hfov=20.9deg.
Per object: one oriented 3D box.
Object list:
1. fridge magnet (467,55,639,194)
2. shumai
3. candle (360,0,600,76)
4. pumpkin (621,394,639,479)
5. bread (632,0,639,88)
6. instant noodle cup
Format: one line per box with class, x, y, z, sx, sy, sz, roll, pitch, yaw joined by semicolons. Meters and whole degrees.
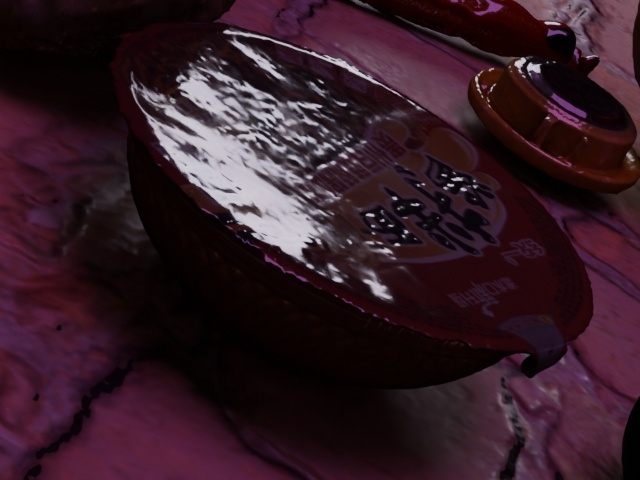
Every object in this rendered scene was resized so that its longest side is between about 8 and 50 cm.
fridge magnet;0.174;-0.086;1.271;0.143;0.063;0.143;23;28;-13
shumai;-0.111;-0.158;0.994;0.161;0.209;0.153;54;-14;21
candle;0.087;-0.193;1.385;0.329;0.051;0.048;17;38;-28
pumpkin;0.237;0.122;0.881;0.167;0.125;0.167;32;22;-15
bread;0.417;-0.134;1.302;0.398;0.398;0.215;28;20;-8
instant noodle cup;0.000;0.000;0.873;0.274;0.091;0.274;26;25;-13
